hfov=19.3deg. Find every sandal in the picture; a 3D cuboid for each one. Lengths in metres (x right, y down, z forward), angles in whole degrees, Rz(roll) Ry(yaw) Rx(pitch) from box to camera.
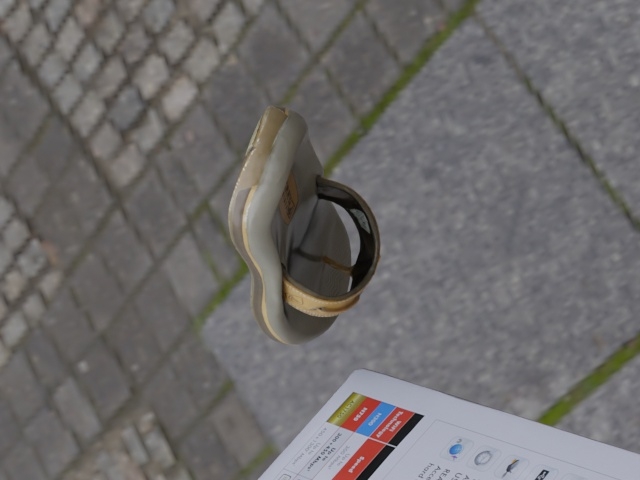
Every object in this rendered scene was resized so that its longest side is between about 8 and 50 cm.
[{"bbox_3d":[0.000,0.000,0.798,0.049,0.072,0.180,12,161,11],"label":"sandal"}]

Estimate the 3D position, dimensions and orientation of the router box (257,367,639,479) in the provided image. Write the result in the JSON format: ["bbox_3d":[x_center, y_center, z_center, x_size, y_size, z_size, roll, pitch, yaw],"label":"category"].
[{"bbox_3d":[0.025,0.218,0.697,0.301,0.335,0.082,14,143,49],"label":"router box"}]
